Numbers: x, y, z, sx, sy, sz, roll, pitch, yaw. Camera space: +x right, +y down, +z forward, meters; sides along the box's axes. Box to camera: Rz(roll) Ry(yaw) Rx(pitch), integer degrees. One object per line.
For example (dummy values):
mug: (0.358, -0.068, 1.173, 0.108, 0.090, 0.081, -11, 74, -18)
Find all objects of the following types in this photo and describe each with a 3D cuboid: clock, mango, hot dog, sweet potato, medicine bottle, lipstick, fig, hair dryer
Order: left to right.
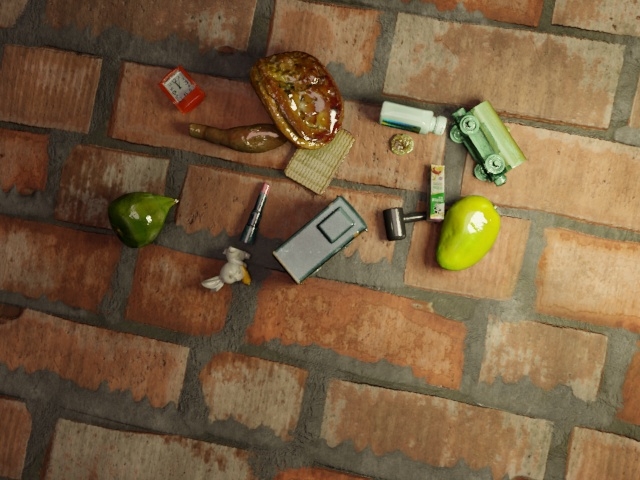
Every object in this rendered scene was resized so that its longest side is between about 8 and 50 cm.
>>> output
fig: (-0.632, -0.101, 1.775, 0.203, 0.203, 0.235, 45, 53, 4)
clock: (-0.510, -0.556, 1.808, 0.113, 0.061, 0.155, -40, 83, 2)
sweet potato: (-0.297, -0.371, 1.769, 0.385, 0.109, 0.109, 3, 89, 9)
lipstick: (-0.233, -0.101, 1.786, 0.053, 0.053, 0.234, 19, 85, 4)
hot dog: (-0.083, -0.496, 1.694, 0.267, 0.174, 0.387, -29, 79, -16)
medicine bottle: (0.321, -0.423, 1.711, 0.229, 0.121, 0.083, 15, 89, 4)
hair dryer: (0.350, -0.068, 1.739, 0.248, 0.070, 0.114, -8, 87, -5)
mango: (0.506, -0.022, 1.676, 0.185, 0.149, 0.273, 14, 98, -11)

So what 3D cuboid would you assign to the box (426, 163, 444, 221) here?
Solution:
box: (0.403, -0.166, 1.715, 0.050, 0.041, 0.207, 6, 74, -6)

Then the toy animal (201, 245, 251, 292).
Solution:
toy animal: (-0.330, 0.116, 1.774, 0.127, 0.131, 0.181, 16, 81, 36)

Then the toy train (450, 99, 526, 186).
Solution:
toy train: (0.583, -0.342, 1.689, 0.189, 0.126, 0.307, -31, 86, 2)

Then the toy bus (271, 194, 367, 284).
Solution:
toy bus: (0.000, 0.000, 1.689, 0.323, 0.194, 0.162, -40, 85, 3)

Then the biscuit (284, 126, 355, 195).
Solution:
biscuit: (-0.003, -0.309, 1.779, 0.172, 0.029, 0.254, 31, 91, 5)

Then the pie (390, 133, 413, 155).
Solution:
pie: (0.295, -0.345, 1.762, 0.084, 0.020, 0.084, 0, 89, 5)
